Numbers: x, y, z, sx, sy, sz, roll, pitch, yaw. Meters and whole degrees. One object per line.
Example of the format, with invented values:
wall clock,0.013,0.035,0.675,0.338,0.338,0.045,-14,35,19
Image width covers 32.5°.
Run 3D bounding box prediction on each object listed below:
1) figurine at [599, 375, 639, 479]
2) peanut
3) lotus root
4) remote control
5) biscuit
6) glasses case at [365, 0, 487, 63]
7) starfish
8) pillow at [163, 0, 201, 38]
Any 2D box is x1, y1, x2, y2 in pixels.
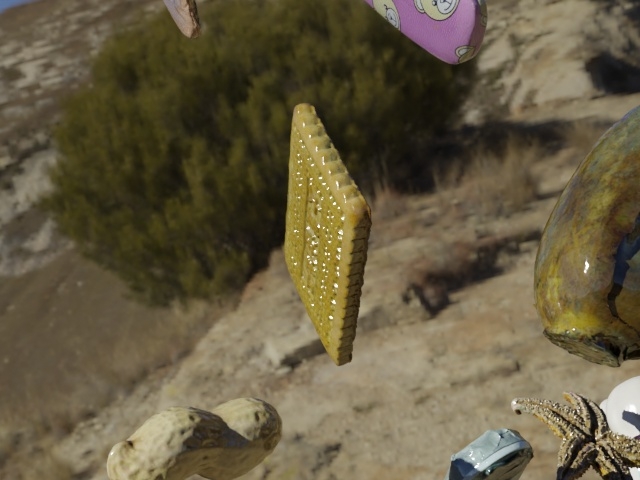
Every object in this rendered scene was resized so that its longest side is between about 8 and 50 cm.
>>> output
figurine,0.498,0.317,1.580,0.155,0.127,0.235,-14,52,13
peanut,-0.123,0.204,1.092,0.187,0.082,0.082,-4,2,-35
lotus root,0.288,-0.012,0.996,0.152,0.160,0.275,11,61,48
remote control,0.188,0.302,1.334,0.104,0.052,0.247,-21,-31,-23
biscuit,0.000,0.000,1.137,0.029,0.254,0.172,-15,51,-16
glasses case,0.117,-0.365,1.539,0.076,0.123,0.316,-24,53,-28
starfish,0.363,0.272,1.443,0.240,0.043,0.227,16,33,6
pillow,-0.151,-0.310,1.105,0.034,0.135,0.211,-20,-32,-16
